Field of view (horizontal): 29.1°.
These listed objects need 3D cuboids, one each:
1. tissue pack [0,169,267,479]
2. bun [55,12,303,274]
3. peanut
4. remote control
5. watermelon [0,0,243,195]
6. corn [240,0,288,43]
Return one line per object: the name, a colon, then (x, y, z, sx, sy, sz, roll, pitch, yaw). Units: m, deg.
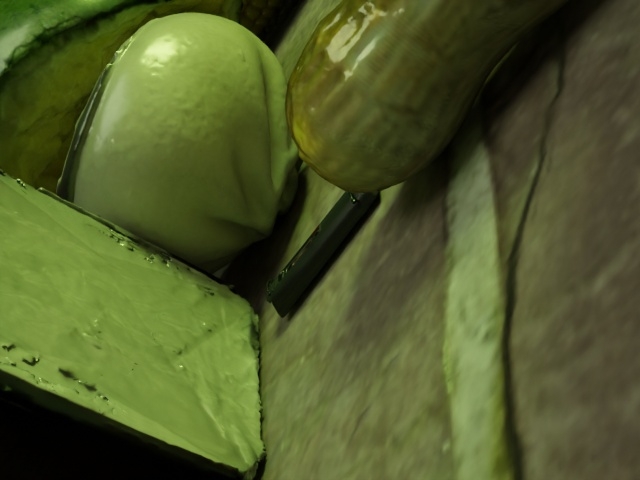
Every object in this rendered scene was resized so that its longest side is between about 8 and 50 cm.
tissue pack: (-0.207, 0.168, 0.665, 0.370, 0.210, 0.198, -52, 25, 22)
bun: (-0.072, -0.048, 0.750, 0.172, 0.120, 0.173, -62, -10, -20)
peanut: (0.057, -0.105, 0.537, 0.206, 0.087, 0.087, -54, 18, 28)
remote control: (0.000, 0.000, 0.645, 0.091, 0.016, 0.034, -52, 14, 25)
watermelon: (-0.192, -0.091, 0.907, 0.330, 0.189, 0.331, -60, -1, -1)
corn: (-0.040, -0.271, 1.039, 0.317, 0.115, 0.115, -57, 18, 16)
